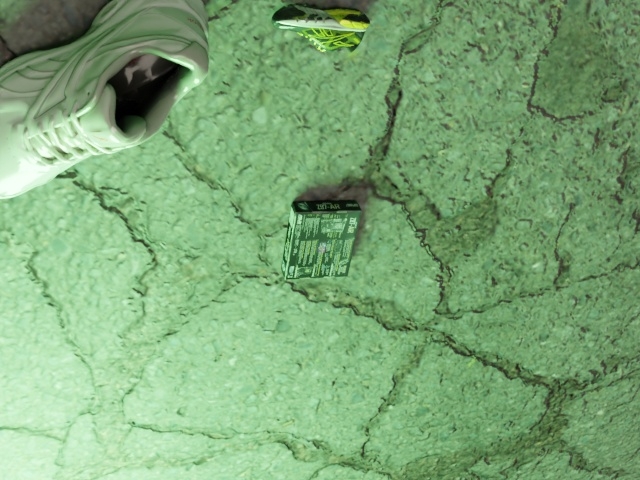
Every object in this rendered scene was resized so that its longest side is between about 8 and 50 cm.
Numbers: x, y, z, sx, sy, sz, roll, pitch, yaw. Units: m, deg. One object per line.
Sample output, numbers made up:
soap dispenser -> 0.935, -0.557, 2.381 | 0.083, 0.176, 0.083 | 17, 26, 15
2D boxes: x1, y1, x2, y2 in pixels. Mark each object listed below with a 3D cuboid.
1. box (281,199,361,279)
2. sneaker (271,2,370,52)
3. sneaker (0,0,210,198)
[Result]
box -> 0.000, 0.000, 0.908 | 0.067, 0.018, 0.083 | -3, 129, -16
sneaker -> 0.000, -0.170, 0.762 | 0.083, 0.031, 0.035 | 0, 128, -19
sneaker -> -0.180, -0.099, 0.703 | 0.232, 0.115, 0.090 | -37, 130, 12
